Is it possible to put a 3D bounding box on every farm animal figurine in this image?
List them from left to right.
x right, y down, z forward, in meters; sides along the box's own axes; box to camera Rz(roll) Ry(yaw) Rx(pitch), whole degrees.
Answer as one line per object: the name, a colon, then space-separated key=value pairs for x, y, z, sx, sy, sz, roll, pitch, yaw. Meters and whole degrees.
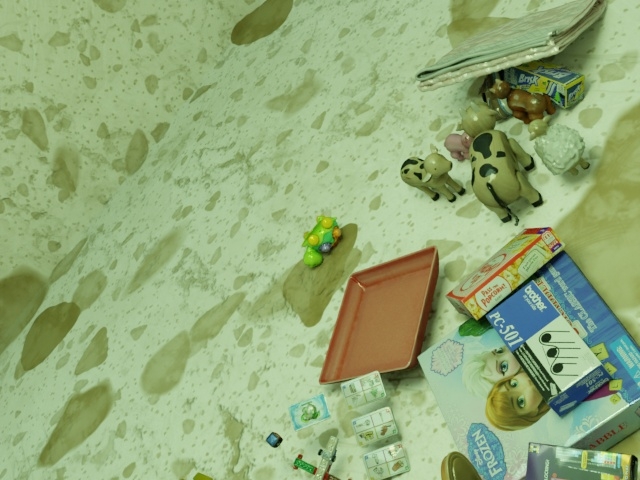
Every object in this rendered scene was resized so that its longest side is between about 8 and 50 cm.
farm animal figurine: x=0.309 y=-0.170 z=1.596 sx=0.330 sy=0.172 sz=0.327 roll=-42 pitch=38 yaw=19

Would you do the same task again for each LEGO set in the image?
LEGO set: x=0.027 y=0.362 z=1.472 sx=0.244 sy=0.060 sz=0.183 roll=-24 pitch=67 yaw=13

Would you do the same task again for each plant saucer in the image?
plant saucer: x=0.122 y=0.155 z=1.582 sx=0.259 sy=0.047 sz=0.259 roll=-22 pitch=42 yaw=48

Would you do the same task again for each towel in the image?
towel: x=0.400 y=-0.420 z=1.738 sx=0.331 sy=0.054 sz=0.317 roll=-9 pitch=21 yaw=40

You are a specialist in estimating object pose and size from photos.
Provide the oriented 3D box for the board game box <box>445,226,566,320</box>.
board game box: x=0.314 y=0.055 z=1.415 sx=0.193 sy=0.045 sz=0.147 roll=-40 pitch=1 yaw=-2

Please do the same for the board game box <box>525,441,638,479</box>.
board game box: x=0.345 y=0.366 z=1.102 sx=0.141 sy=0.048 sz=0.171 roll=-1 pitch=71 yaw=32

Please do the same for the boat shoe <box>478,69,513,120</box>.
boat shoe: x=0.376 y=-0.328 z=1.782 sx=0.066 sy=0.066 sz=0.183 roll=-35 pitch=33 yaw=31

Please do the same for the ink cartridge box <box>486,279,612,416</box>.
ink cartridge box: x=0.342 y=0.159 z=1.247 sx=0.097 sy=0.046 sz=0.207 roll=-39 pitch=35 yaw=10

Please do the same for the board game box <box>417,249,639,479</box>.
board game box: x=0.338 y=0.216 z=1.298 sx=0.318 sy=0.066 sz=0.319 roll=-40 pitch=35 yaw=14

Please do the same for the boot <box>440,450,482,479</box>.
boot: x=0.174 y=0.413 z=1.213 sx=0.152 sy=0.072 sz=0.197 roll=-20 pitch=81 yaw=47

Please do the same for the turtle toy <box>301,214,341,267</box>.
turtle toy: x=0.000 y=0.000 z=1.878 sx=0.130 sy=0.066 sz=0.095 roll=-52 pitch=11 yaw=0

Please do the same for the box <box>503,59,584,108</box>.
box: x=0.451 y=-0.326 z=1.665 sx=0.059 sy=0.054 sz=0.169 roll=-30 pitch=41 yaw=-22

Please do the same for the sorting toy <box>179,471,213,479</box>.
sorting toy: x=-0.236 y=0.593 z=1.599 sx=0.229 sy=0.041 sz=0.307 roll=-34 pitch=37 yaw=28
